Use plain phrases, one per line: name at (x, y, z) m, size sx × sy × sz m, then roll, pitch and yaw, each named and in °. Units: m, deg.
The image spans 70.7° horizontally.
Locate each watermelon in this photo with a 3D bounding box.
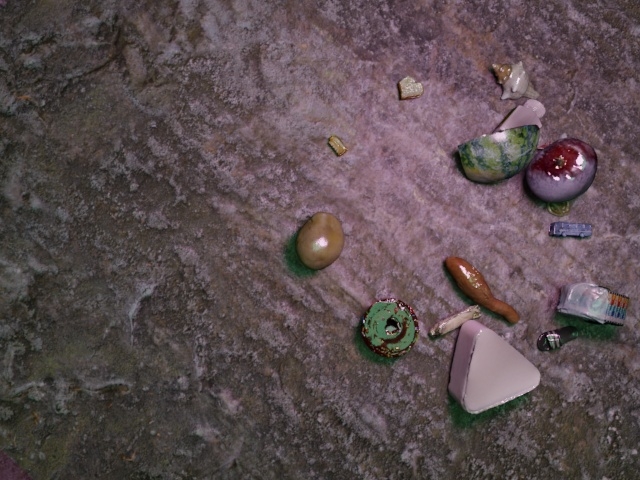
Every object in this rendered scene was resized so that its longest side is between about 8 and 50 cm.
watermelon at (0.699, -0.352, 1.742) m, size 0.304 × 0.224 × 0.180 m, roll -15°, pitch 44°, yaw 21°

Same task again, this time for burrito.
burrito at (0.538, 0.321, 1.798) m, size 0.229 × 0.063 × 0.058 m, roll -22°, pitch 80°, yaw -6°

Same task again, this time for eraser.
eraser at (0.628, 0.514, 1.744) m, size 0.330 × 0.150 × 0.332 m, roll -1°, pitch 94°, yaw -9°

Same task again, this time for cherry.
cherry at (0.933, -0.263, 1.742) m, size 0.255 × 0.296 × 0.218 m, roll -48°, pitch 49°, yaw 11°

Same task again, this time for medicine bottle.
medicine bottle at (0.816, -0.474, 1.831) m, size 0.132 × 0.088 × 0.188 m, roll 42°, pitch 86°, yaw -1°

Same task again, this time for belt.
belt at (1.059, 0.248, 1.758) m, size 0.257 × 0.207 × 0.150 m, roll 14°, pitch 86°, yaw -19°

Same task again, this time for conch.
conch at (0.786, -0.638, 1.829) m, size 0.137 × 0.114 × 0.234 m, roll -41°, pitch 96°, yaw 10°

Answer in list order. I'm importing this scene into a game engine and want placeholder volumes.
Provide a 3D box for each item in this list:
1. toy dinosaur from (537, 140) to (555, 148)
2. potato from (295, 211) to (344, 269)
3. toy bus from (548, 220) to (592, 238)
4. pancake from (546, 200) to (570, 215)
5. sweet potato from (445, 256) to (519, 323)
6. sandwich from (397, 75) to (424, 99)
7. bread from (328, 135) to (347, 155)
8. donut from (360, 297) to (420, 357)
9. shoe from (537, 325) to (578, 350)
toy dinosaur at (0.988, -0.366, 1.866) m, size 0.219 × 0.032 × 0.108 m, roll 3°, pitch 84°, yaw -13°
potato at (0.000, 0.000, 1.739) m, size 0.177 × 0.160 × 0.235 m, roll 27°, pitch 69°, yaw -39°
toy bus at (1.023, -0.043, 1.847) m, size 0.165 × 0.047 × 0.065 m, roll 3°, pitch 83°, yaw -4°
pancake at (0.985, -0.148, 1.864) m, size 0.107 × 0.017 × 0.108 m, roll 0°, pitch 84°, yaw -4°
sweet potato at (0.637, 0.204, 1.788) m, size 0.385 × 0.109 × 0.109 m, roll 44°, pitch 86°, yaw -2°
sandwich at (0.368, -0.623, 1.839) m, size 0.104 × 0.036 × 0.093 m, roll -6°, pitch 87°, yaw -4°
bread at (0.069, -0.383, 1.816) m, size 0.049 × 0.033 × 0.088 m, roll -43°, pitch 86°, yaw 11°
donut at (0.270, 0.337, 1.770) m, size 0.234 × 0.089 × 0.235 m, roll 0°, pitch 88°, yaw -2°
shoe at (0.967, 0.395, 1.825) m, size 0.179 × 0.049 × 0.071 m, roll -19°, pitch 88°, yaw -4°
